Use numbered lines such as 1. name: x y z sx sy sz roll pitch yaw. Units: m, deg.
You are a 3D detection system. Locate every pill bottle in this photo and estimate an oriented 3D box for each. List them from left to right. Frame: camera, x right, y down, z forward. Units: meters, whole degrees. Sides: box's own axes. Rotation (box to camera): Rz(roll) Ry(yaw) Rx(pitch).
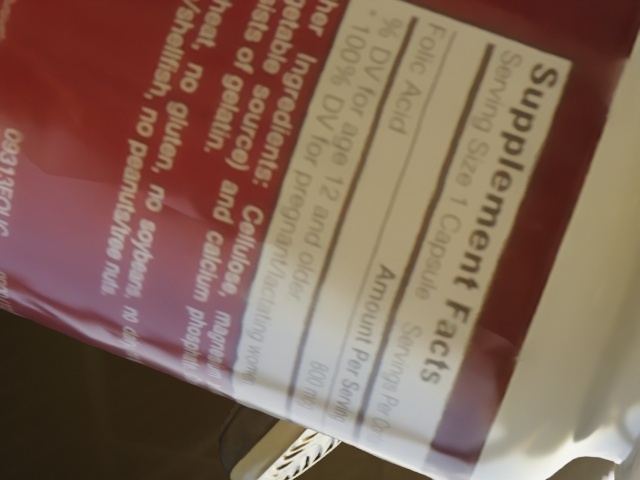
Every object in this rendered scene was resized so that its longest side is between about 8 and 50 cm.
1. pill bottle: 0.015 -0.044 0.705 0.224 0.392 0.224 21 -90 -86

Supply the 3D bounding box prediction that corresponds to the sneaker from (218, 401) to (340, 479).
1. sneaker: 0.000 0.000 0.884 0.222 0.118 0.083 -54 -16 -2
